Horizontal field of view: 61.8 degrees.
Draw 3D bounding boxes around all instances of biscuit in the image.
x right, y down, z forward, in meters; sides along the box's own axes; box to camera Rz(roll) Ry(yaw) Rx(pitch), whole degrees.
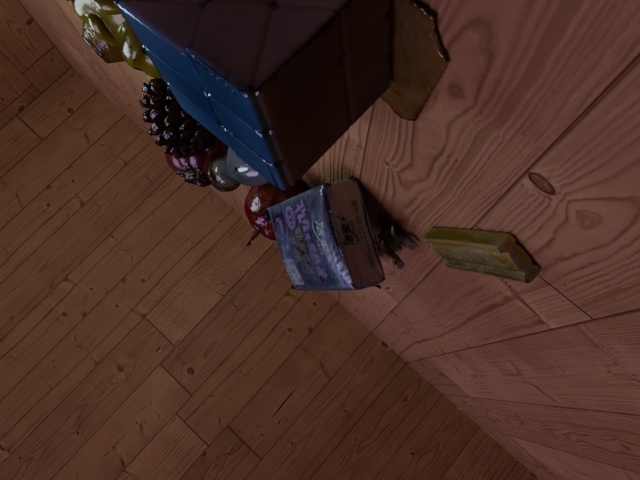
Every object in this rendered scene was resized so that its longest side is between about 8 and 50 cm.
[{"bbox_3d":[0.062,-0.273,0.707,0.232,0.013,0.237,42,170,4],"label":"biscuit"}]

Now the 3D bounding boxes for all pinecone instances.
[{"bbox_3d":[-0.394,-0.348,1.518,0.272,0.224,0.224,48,169,-6],"label":"pinecone"}]

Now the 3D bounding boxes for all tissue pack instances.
[{"bbox_3d":[0.000,0.000,1.333,0.361,0.122,0.259,-13,96,63],"label":"tissue pack"}]

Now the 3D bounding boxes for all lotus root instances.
[{"bbox_3d":[-0.501,-0.526,1.314,0.199,0.180,0.188,29,166,50],"label":"lotus root"}]

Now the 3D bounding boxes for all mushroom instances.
[{"bbox_3d":[-0.221,-0.222,1.509,0.329,0.122,0.159,-7,90,57],"label":"mushroom"}]

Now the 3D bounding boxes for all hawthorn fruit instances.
[{"bbox_3d":[-0.146,-0.079,1.593,0.207,0.243,0.207,38,168,9],"label":"hawthorn fruit"}]

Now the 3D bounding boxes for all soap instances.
[{"bbox_3d":[0.285,0.022,0.989,0.092,0.037,0.252,47,169,-16],"label":"soap"}]

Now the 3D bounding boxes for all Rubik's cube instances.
[{"bbox_3d":[-0.066,-0.242,0.661,0.231,0.221,0.224,40,169,18],"label":"Rubik's cube"}]

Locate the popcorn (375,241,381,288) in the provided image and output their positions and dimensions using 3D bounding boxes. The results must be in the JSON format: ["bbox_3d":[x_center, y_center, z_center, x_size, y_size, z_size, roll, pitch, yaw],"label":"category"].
[{"bbox_3d":[0.092,0.054,1.533,0.195,0.173,0.168,-7,174,43],"label":"popcorn"}]

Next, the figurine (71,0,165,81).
[{"bbox_3d":[-0.389,-0.464,1.158,0.326,0.169,0.218,50,145,-8],"label":"figurine"}]

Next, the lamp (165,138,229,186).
[{"bbox_3d":[-0.406,-0.284,1.802,0.227,0.227,0.227,41,169,10],"label":"lamp"}]

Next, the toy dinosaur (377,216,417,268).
[{"bbox_3d":[0.169,-0.016,1.266,0.142,0.057,0.212,59,169,39],"label":"toy dinosaur"}]
